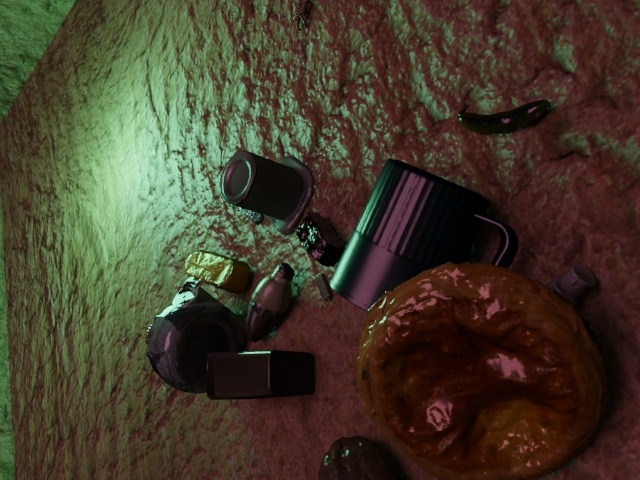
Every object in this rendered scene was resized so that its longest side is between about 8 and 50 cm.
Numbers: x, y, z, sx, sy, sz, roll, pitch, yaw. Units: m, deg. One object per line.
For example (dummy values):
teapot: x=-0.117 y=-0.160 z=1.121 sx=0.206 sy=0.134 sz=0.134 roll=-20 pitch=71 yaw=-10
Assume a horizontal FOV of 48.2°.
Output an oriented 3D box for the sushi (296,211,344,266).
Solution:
sushi: x=0.000 y=0.000 z=1.774 sx=0.078 sy=0.090 sz=0.150 roll=-54 pitch=45 yaw=19

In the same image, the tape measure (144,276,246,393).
tape measure: x=-0.337 y=0.276 z=1.957 sx=0.147 sy=0.256 sz=0.275 roll=5 pitch=58 yaw=50

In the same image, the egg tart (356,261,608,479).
egg tart: x=0.280 y=0.226 z=1.276 sx=0.443 sy=0.178 sz=0.443 roll=7 pitch=114 yaw=17

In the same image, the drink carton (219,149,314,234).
drink carton: x=-0.152 y=-0.150 z=1.899 sx=0.191 sy=0.189 sz=0.185 roll=-58 pitch=43 yaw=15

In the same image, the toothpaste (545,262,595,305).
toothpaste: x=0.407 y=0.134 z=1.327 sx=0.234 sy=0.057 sz=0.089 roll=-52 pitch=46 yaw=35

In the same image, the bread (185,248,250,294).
bread: x=-0.296 y=0.087 z=2.079 sx=0.245 sy=0.094 sz=0.102 roll=11 pitch=80 yaw=48

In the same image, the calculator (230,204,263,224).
calculator: x=-0.215 y=-0.098 z=2.087 sx=0.172 sy=0.018 sz=0.057 roll=35 pitch=105 yaw=47

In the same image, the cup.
cup: x=0.197 y=0.013 z=1.435 sx=0.308 sy=0.242 sz=0.292 roll=36 pitch=105 yaw=59

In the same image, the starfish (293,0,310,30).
starfish: x=-0.053 y=-0.646 z=2.030 sx=0.078 sy=0.028 sz=0.091 roll=-39 pitch=50 yaw=38

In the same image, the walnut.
walnut: x=0.077 y=0.516 z=1.516 sx=0.178 sy=0.178 sz=0.230 roll=-52 pitch=36 yaw=26

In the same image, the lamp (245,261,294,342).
lamp: x=-0.136 y=0.166 z=1.874 sx=0.101 sy=0.101 sz=0.250 roll=50 pitch=120 yaw=42

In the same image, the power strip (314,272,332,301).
power strip: x=0.008 y=0.119 z=1.789 sx=0.027 sy=0.017 sz=0.083 roll=-46 pitch=50 yaw=32

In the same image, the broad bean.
broad bean: x=0.367 y=-0.253 z=1.468 sx=0.226 sy=0.039 sz=0.069 roll=9 pitch=82 yaw=49

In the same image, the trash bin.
trash bin: x=-0.149 y=0.339 z=1.808 sx=0.240 sy=0.164 sz=0.122 roll=-13 pitch=72 yaw=42
